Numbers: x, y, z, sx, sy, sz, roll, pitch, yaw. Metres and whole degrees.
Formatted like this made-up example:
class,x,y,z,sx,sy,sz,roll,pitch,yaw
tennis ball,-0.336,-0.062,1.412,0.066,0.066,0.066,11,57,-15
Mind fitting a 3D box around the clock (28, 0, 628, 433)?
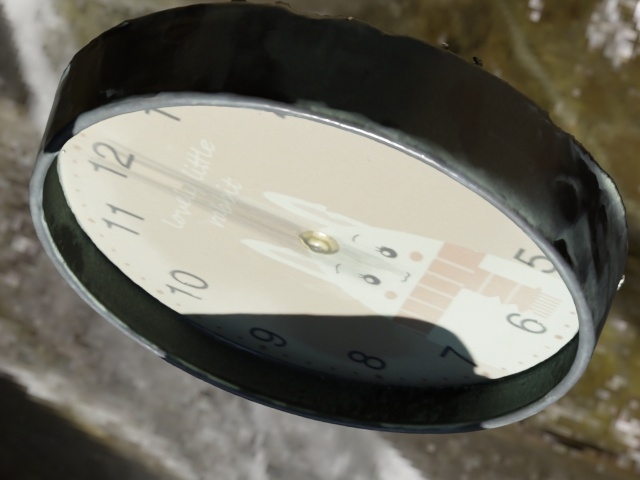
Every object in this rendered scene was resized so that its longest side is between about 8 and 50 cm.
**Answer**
class,x,y,z,sx,sy,sz,roll,pitch,yaw
clock,0.000,0.000,1.210,0.386,0.076,0.386,13,149,8
